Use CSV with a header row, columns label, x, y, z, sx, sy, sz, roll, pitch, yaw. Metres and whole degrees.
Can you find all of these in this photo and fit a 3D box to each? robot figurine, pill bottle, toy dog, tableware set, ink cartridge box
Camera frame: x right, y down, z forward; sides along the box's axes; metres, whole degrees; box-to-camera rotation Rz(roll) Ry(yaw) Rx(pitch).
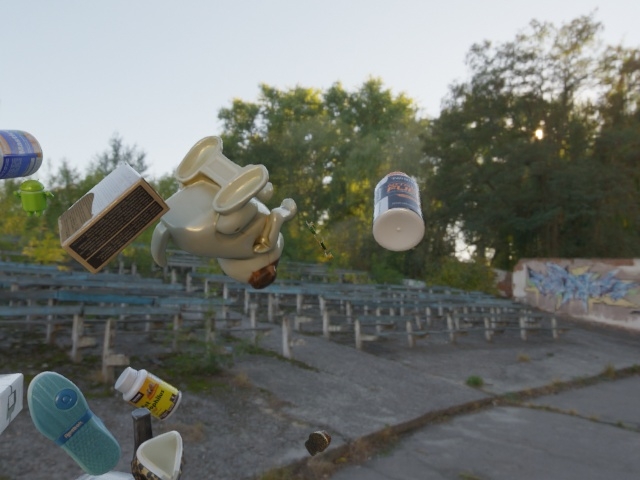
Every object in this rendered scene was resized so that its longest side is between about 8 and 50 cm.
label,x,y,z,sx,sy,sz,roll,pitch,yaw
robot figurine,-0.865,-0.131,1.453,0.101,0.115,0.067,-1,21,-13
pill bottle,-0.976,-0.254,1.425,0.152,0.152,0.272,1,12,5
pill bottle,-0.609,0.536,1.701,0.215,0.117,0.117,40,-24,-23
toy dog,-0.240,-0.019,1.381,0.284,0.395,0.408,25,-18,31
tableware set,0.000,0.000,1.658,0.024,0.154,0.104,-30,21,2
ink cartridge box,-0.947,0.448,1.304,0.198,0.115,0.273,1,-4,-20
pill bottle,0.202,-0.090,1.269,0.130,0.131,0.246,1,34,6
ink cartridge box,-0.430,-0.055,0.990,0.088,0.193,0.234,53,-13,-30

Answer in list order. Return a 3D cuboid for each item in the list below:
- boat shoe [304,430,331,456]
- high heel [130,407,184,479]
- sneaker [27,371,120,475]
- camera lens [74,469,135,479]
label,x,y,z,sx,sy,sz,roll,pitch,yaw
boat shoe,0.000,0.632,1.528,0.060,0.064,0.178,-26,-22,-30
high heel,-0.330,0.482,0.987,0.093,0.186,0.261,-9,15,-32
sneaker,-0.684,0.482,1.304,0.127,0.319,0.208,-36,17,-32
camera lens,-0.595,0.788,1.384,0.274,0.220,0.219,-10,-12,35
